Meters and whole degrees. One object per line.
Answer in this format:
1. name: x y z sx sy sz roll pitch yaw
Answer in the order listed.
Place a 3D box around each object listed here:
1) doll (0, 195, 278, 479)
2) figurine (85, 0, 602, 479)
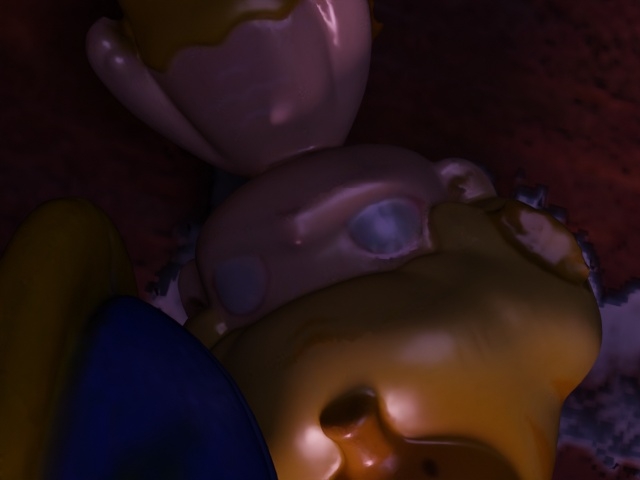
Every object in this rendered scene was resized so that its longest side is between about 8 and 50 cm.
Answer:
1. doll: -0.138 0.120 0.535 0.242 0.159 0.311 10 88 -5
2. figurine: 0.000 0.000 0.617 0.156 0.131 0.246 -19 95 17
